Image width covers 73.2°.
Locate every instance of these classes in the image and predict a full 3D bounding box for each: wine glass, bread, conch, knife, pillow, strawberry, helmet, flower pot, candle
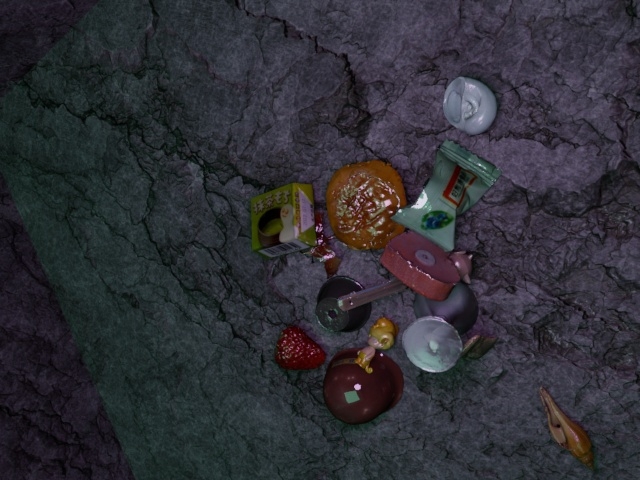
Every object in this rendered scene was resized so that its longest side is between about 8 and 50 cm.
[{"bbox_3d":[0.451,0.322,1.636,0.266,0.406,0.268,5,104,22],"label":"wine glass"},{"bbox_3d":[0.203,-0.143,1.772,0.336,0.204,0.359,-5,93,26],"label":"bread"},{"bbox_3d":[0.553,-0.497,1.602,0.184,0.121,0.221,-26,81,28],"label":"conch"},{"bbox_3d":[0.240,0.209,1.822,0.364,0.043,0.089,-20,87,-6],"label":"knife"},{"bbox_3d":[0.616,0.423,1.700,0.135,0.211,0.034,-53,47,22],"label":"pillow"},{"bbox_3d":[-0.094,0.527,2.045,0.244,0.205,0.206,17,107,-3],"label":"strawberry"},{"bbox_3d":[0.160,0.677,1.919,0.384,0.230,0.338,-16,92,26],"label":"helmet"},{"bbox_3d":[0.080,0.304,1.922,0.268,0.166,0.269,3,99,21],"label":"flower pot"},{"bbox_3d":[0.952,0.723,1.671,0.109,0.093,0.331,-46,59,40],"label":"conch"},{"bbox_3d":[0.360,0.091,1.625,0.287,0.317,0.132,13,123,-18],"label":"candle"}]

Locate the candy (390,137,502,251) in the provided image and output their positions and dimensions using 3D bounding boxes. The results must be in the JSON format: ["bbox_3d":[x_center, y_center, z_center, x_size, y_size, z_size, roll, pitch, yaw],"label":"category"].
[{"bbox_3d":[0.479,-0.178,1.622,0.262,0.172,0.398,37,76,-6],"label":"candy"}]

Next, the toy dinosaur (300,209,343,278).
[{"bbox_3d":[-0.010,-0.002,1.955,0.327,0.113,0.206,44,87,-1],"label":"toy dinosaur"}]

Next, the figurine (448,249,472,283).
[{"bbox_3d":[0.548,0.097,1.712,0.125,0.125,0.138,-13,104,24],"label":"figurine"}]

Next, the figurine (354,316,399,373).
[{"bbox_3d":[0.245,0.447,1.873,0.131,0.156,0.246,44,81,-20],"label":"figurine"}]

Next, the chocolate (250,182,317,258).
[{"bbox_3d":[-0.171,-0.091,1.907,0.300,0.137,0.289,-15,70,33],"label":"chocolate"}]
